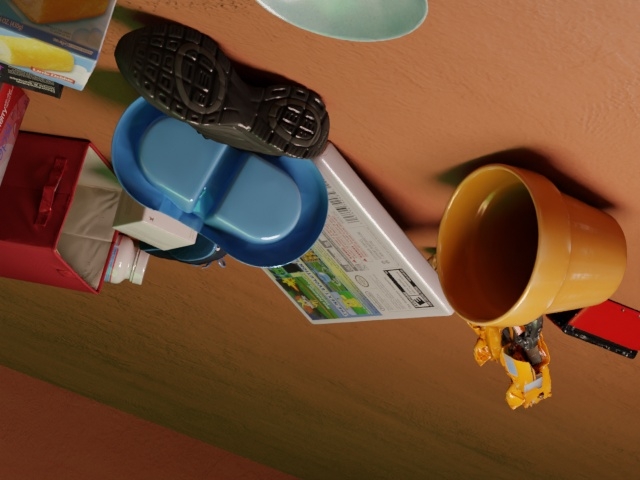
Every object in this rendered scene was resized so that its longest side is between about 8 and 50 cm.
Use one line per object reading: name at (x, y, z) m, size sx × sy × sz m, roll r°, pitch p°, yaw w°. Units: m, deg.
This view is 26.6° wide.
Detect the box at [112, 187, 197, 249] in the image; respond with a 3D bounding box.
box at (-0.241, -0.052, 2.042) m, size 0.102 × 0.101 × 0.087 m, roll 25°, pitch 158°, yaw -34°

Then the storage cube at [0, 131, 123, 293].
storage cube at (-0.430, -0.043, 2.072) m, size 0.193 × 0.183 × 0.215 m, roll 9°, pitch 161°, yaw 15°

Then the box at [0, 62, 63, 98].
box at (-0.387, -0.238, 1.732) m, size 0.116 × 0.029 × 0.162 m, roll 16°, pitch 160°, yaw -4°

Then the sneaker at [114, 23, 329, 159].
sneaker at (-0.132, -0.167, 1.651) m, size 0.286 × 0.109 × 0.130 m, roll 27°, pitch 163°, yaw -29°

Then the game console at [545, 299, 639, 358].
game console at (0.460, 0.128, 2.197) m, size 0.144 × 0.085 × 0.124 m, roll 22°, pitch -169°, yaw -20°

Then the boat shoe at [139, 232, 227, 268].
boat shoe at (-0.199, -0.010, 2.171) m, size 0.089 × 0.109 × 0.258 m, roll 17°, pitch 178°, yaw -32°

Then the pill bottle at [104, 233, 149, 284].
pill bottle at (-0.383, 0.025, 2.380) m, size 0.160 × 0.087 × 0.087 m, roll 16°, pitch 161°, yaw -5°

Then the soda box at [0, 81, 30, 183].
soda box at (-0.481, -0.101, 1.820) m, size 0.092 × 0.263 × 0.083 m, roll 8°, pitch 160°, yaw 14°

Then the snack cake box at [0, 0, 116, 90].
snack cake box at (-0.343, -0.278, 1.402) m, size 0.264 × 0.152 × 0.089 m, roll 18°, pitch 160°, yaw -14°

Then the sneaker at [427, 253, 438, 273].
sneaker at (0.234, 0.075, 2.119) m, size 0.185 × 0.069 × 0.084 m, roll 22°, pitch 154°, yaw -20°

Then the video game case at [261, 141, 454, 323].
video game case at (0.000, 0.000, 1.967) m, size 0.300 × 0.036 × 0.329 m, roll -8°, pitch 133°, yaw 47°

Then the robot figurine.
robot figurine at (0.258, 0.108, 1.966) m, size 0.211 × 0.085 × 0.291 m, roll 55°, pitch 171°, yaw 46°

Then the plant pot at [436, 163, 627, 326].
plant pot at (0.285, 0.015, 1.754) m, size 0.188 × 0.205 × 0.205 m, roll 7°, pitch 167°, yaw -33°

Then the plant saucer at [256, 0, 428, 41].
plant saucer at (0.016, -0.265, 1.363) m, size 0.195 × 0.037 × 0.195 m, roll 12°, pitch 160°, yaw 4°

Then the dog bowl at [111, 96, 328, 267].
dog bowl at (-0.134, -0.079, 1.773) m, size 0.297 × 0.166 × 0.074 m, roll 30°, pitch 171°, yaw -8°
